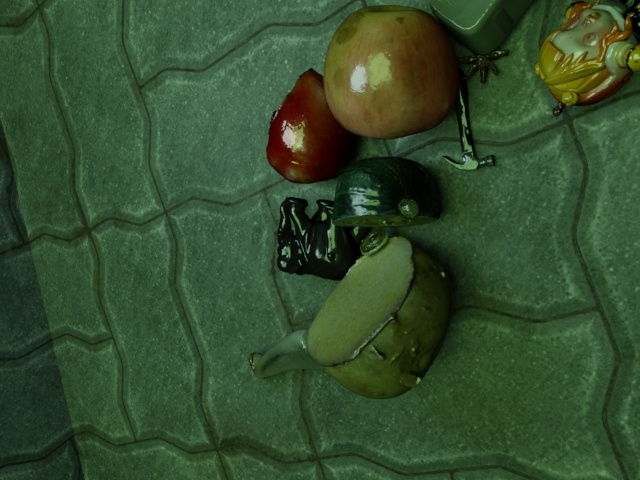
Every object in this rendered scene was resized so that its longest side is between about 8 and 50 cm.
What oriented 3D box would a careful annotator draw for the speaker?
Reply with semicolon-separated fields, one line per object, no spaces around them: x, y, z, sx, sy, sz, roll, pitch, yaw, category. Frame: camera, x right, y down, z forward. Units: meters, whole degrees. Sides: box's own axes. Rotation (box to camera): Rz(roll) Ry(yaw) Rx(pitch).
0.451;-0.674;1.338;0.183;0.184;0.406;44;112;20;speaker

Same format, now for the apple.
0.182;-0.443;1.450;0.364;0.364;0.363;6;102;30;apple

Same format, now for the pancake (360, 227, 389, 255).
0.159;0.004;1.642;0.108;0.108;0.017;-30;118;32;pancake

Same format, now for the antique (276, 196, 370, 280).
0.000;0.000;1.757;0.323;0.185;0.254;15;105;24;antique

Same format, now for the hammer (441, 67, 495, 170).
0.393;-0.337;1.544;0.137;0.037;0.289;-9;95;30;hammer

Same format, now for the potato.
0.216;0.243;1.555;0.319;0.385;0.442;39;80;-21;potato

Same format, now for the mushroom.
-0.117;0.417;1.941;0.329;0.122;0.159;-27;76;32;mushroom

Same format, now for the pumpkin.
0.185;-0.144;1.563;0.263;0.293;0.196;-7;84;60;pumpkin

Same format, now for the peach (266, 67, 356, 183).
-0.033;-0.340;1.666;0.281;0.281;0.337;-2;102;31;peach

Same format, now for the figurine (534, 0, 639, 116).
0.650;-0.443;1.277;0.323;0.196;0.320;-36;37;23;figurine

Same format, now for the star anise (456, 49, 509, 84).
0.435;-0.485;1.485;0.141;0.042;0.140;0;89;28;star anise
